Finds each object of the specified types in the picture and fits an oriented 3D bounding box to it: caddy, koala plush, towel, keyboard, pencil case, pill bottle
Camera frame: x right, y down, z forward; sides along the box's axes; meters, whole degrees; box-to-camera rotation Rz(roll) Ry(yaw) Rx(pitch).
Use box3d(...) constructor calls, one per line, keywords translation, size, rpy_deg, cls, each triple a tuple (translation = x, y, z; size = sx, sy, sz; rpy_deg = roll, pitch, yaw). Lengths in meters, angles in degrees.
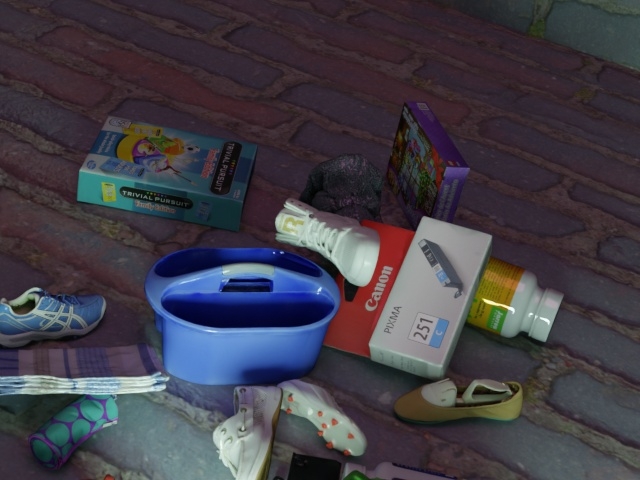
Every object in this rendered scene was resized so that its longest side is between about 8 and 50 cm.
box3d(translation=(-0.138, 0.112, 1.976), size=(0.342, 0.179, 0.241), rpy_deg=(0, 35, -18), cls="caddy")
box3d(translation=(0.057, -0.040, 2.285), size=(0.196, 0.203, 0.221), rpy_deg=(4, 45, -11), cls="koala plush")
box3d(translation=(-0.396, 0.201, 1.820), size=(0.285, 0.034, 0.209), rpy_deg=(1, 11, -15), cls="towel")
box3d(translation=(-0.031, 0.391, 1.723), size=(0.108, 0.023, 0.180), rpy_deg=(9, 31, 3), cls="keyboard")
box3d(translation=(-0.373, 0.286, 1.735), size=(0.070, 0.064, 0.152), rpy_deg=(35, 38, 14), cls="pencil case")
box3d(translation=(0.332, 0.105, 2.179), size=(0.246, 0.136, 0.136), rpy_deg=(21, 33, 14), cls="pill bottle")
box3d(translation=(0.121, 0.391, 1.693), size=(0.187, 0.112, 0.112), rpy_deg=(13, 32, 1), cls="pill bottle")

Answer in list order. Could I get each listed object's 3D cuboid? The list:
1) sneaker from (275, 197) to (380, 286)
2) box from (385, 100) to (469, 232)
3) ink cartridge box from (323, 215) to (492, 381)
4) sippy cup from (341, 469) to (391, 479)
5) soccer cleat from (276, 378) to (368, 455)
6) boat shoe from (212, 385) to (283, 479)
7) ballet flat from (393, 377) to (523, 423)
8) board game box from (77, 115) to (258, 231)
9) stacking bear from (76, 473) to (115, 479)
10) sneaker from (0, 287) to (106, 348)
box3d(translation=(0.000, 0.000, 2.032), size=(0.169, 0.108, 0.292), rpy_deg=(16, 6, -14), cls="sneaker")
box3d(translation=(0.226, -0.147, 2.473), size=(0.057, 0.200, 0.293), rpy_deg=(1, 34, -17), cls="box")
box3d(translation=(0.146, 0.086, 2.079), size=(0.261, 0.066, 0.296), rpy_deg=(15, 58, 16), cls="ink cartridge box")
box3d(translation=(0.069, 0.459, 1.490), size=(0.224, 0.240, 0.305), rpy_deg=(34, 76, 13), cls="sippy cup")
box3d(translation=(0.010, 0.283, 1.868), size=(0.196, 0.068, 0.076), rpy_deg=(30, 33, 30), cls="soccer cleat")
box3d(translation=(-0.120, 0.315, 1.752), size=(0.096, 0.098, 0.277), rpy_deg=(11, 23, -1), cls="boat shoe")
box3d(translation=(0.240, 0.267, 1.958), size=(0.232, 0.073, 0.080), rpy_deg=(1, 34, -16), cls="ballet flat")
box3d(translation=(-0.316, -0.147, 2.406), size=(0.336, 0.079, 0.253), rpy_deg=(11, 33, -2), cls="board game box")
box3d(translation=(-0.336, 0.417, 1.471), size=(0.164, 0.175, 0.289), rpy_deg=(13, 25, 5), cls="stacking bear")
box3d(translation=(-0.460, 0.123, 1.942), size=(0.211, 0.081, 0.080), rpy_deg=(-14, 39, -37), cls="sneaker")
